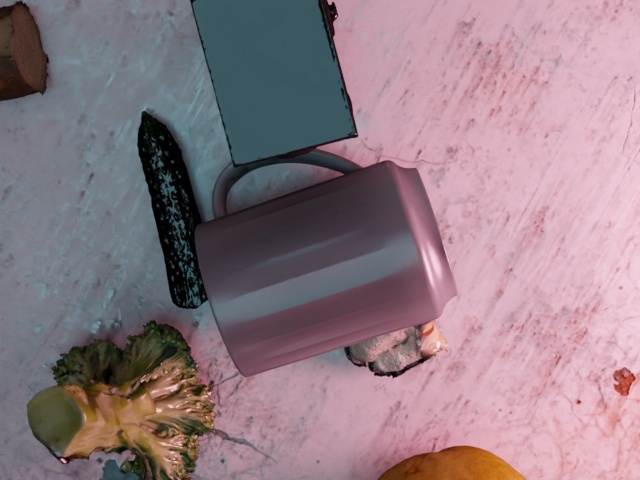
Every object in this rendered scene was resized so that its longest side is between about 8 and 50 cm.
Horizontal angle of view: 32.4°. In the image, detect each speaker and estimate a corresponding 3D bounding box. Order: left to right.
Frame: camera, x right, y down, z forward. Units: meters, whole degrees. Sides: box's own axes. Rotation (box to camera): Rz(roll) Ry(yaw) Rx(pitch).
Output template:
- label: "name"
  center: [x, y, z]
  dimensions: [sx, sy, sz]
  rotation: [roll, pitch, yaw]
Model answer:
- label: "speaker"
  center: [-0.054, -0.238, 1.513]
  dimensions: [0.184, 0.254, 0.232]
  rotation: [-14, 100, 3]

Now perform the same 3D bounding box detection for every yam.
- label: "yam"
  center: [-0.521, -0.253, 1.573]
  dimensions: [0.238, 0.129, 0.128]
  rotation: [-10, 135, 2]

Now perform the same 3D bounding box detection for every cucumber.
- label: "cucumber"
  center: [-0.218, -0.047, 1.636]
  dimensions: [0.072, 0.072, 0.300]
  rotation: [-12, 100, 2]

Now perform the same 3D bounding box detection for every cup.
- label: "cup"
  center: [0.000, 0.000, 1.586]
  dimensions: [0.327, 0.237, 0.323]
  rotation: [-19, 71, 4]

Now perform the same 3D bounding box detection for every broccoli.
- label: "broccoli"
  center: [-0.305, 0.222, 1.553]
  dimensions: [0.221, 0.361, 0.252]
  rotation: [-22, 62, 10]

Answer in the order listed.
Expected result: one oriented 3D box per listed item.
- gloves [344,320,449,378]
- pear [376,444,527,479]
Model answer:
- label: "gloves"
  center: [0.111, 0.151, 1.675]
  dimensions: [0.153, 0.070, 0.114]
  rotation: [-20, 122, 6]
- label: "pear"
  center: [0.199, 0.461, 1.617]
  dimensions: [0.314, 0.314, 0.314]
  rotation: [0, 100, -1]
